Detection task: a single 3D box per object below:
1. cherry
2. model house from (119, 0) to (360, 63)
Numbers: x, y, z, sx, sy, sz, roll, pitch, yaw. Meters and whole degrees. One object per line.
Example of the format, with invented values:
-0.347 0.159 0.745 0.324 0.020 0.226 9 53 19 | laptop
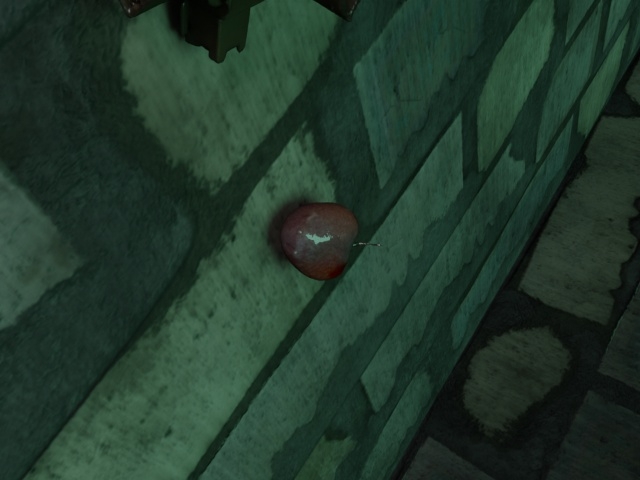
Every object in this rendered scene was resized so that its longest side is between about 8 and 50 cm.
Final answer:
0.000 -0.006 0.886 0.106 0.087 0.126 -53 133 -8 | cherry
-0.053 -0.239 0.514 0.211 0.204 0.243 -43 162 -37 | model house
